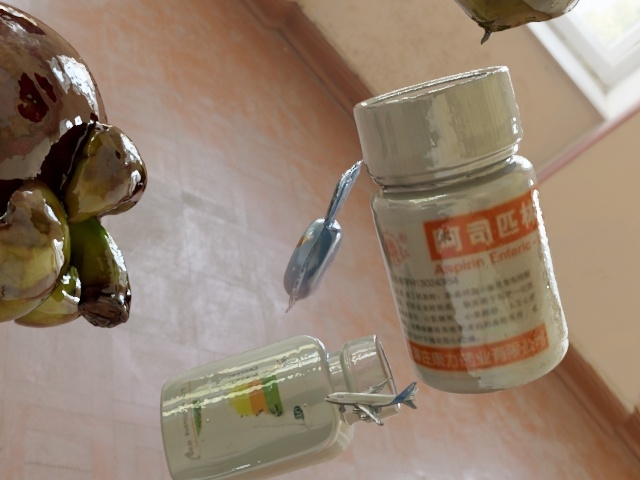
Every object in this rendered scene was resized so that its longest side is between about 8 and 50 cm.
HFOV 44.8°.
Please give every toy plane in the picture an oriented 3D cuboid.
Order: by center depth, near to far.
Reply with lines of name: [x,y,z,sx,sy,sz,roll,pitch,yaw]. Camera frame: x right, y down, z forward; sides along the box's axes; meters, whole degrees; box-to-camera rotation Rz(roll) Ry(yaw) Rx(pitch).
toy plane: [0.046,0.140,0.679,0.078,0.084,0.024,-62,139,-68]

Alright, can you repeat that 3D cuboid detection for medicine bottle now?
medicine bottle: [0.177,-0.014,0.979,0.211,0.211,0.371,-40,119,-60]
medicine bottle: [-0.052,0.214,0.999,0.111,0.296,0.161,61,14,-59]

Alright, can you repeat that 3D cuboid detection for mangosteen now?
mangosteen: [-0.216,-0.034,0.496,0.257,0.215,0.215,40,26,18]

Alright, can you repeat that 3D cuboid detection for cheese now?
cheese: [0.000,0.000,1.131,0.052,0.244,0.135,26,24,7]

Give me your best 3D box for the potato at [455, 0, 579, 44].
potato: [0.117,-0.245,0.472,0.149,0.113,0.251,6,92,-45]
